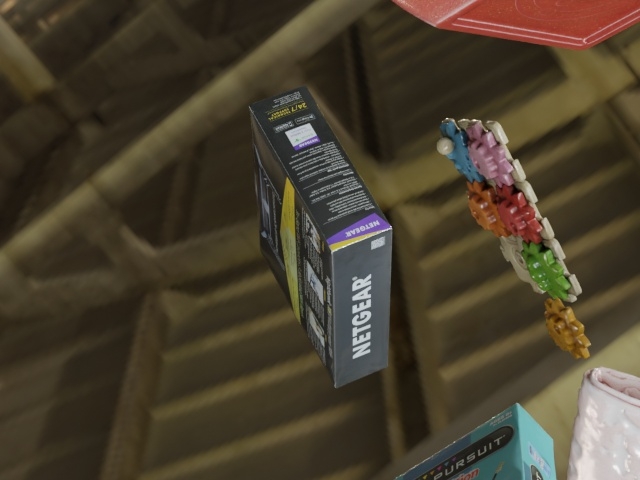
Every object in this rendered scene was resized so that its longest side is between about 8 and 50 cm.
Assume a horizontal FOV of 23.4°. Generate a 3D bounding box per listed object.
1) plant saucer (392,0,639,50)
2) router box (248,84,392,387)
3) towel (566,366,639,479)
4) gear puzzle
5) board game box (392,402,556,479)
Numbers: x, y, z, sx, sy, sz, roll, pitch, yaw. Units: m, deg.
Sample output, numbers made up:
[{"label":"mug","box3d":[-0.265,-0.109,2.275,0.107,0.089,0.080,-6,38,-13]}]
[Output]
[{"label":"plant saucer","box3d":[0.229,-0.229,1.301,0.259,0.047,0.258,2,160,-42]},{"label":"router box","box3d":[0.000,0.000,1.916,0.081,0.309,0.243,-21,-123,-13]},{"label":"towel","box3d":[0.366,0.307,1.440,0.317,0.332,0.053,22,-143,29]},{"label":"gear puzzle","box3d":[0.238,0.005,1.898,0.044,0.339,0.175,-32,-165,-13]},{"label":"board game box","box3d":[0.159,0.372,1.807,0.254,0.079,0.336,-35,-158,21]}]
